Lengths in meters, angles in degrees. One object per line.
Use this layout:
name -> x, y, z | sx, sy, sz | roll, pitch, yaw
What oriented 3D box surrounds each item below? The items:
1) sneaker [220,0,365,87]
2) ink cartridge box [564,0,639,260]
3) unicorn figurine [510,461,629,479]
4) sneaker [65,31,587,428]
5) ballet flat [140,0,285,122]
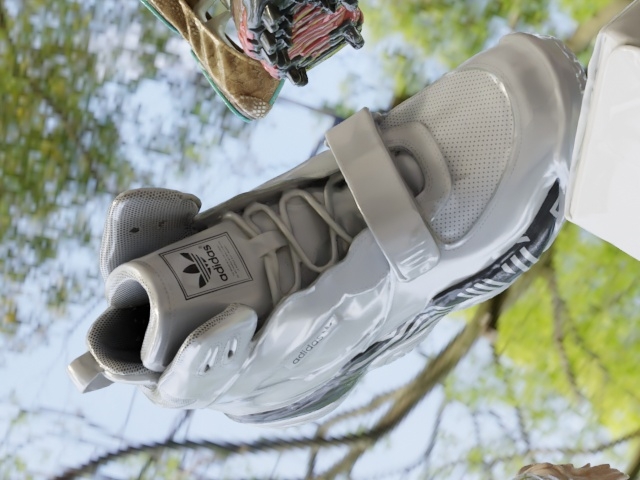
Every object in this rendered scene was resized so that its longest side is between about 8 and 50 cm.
sneaker -> -0.036, -0.200, 1.402 | 0.097, 0.276, 0.135 | -33, -94, 2
ink cartridge box -> 0.186, -0.050, 0.568 | 0.139, 0.082, 0.190 | 33, -127, 23
unicorn figurine -> 0.111, 0.172, 1.072 | 0.111, 0.060, 0.162 | 13, -162, 26
sneaker -> 0.000, 0.000, 1.172 | 0.210, 0.366, 0.137 | 4, -130, -49
ballet flat -> -0.100, -0.194, 1.654 | 0.067, 0.073, 0.206 | -45, -107, 11
